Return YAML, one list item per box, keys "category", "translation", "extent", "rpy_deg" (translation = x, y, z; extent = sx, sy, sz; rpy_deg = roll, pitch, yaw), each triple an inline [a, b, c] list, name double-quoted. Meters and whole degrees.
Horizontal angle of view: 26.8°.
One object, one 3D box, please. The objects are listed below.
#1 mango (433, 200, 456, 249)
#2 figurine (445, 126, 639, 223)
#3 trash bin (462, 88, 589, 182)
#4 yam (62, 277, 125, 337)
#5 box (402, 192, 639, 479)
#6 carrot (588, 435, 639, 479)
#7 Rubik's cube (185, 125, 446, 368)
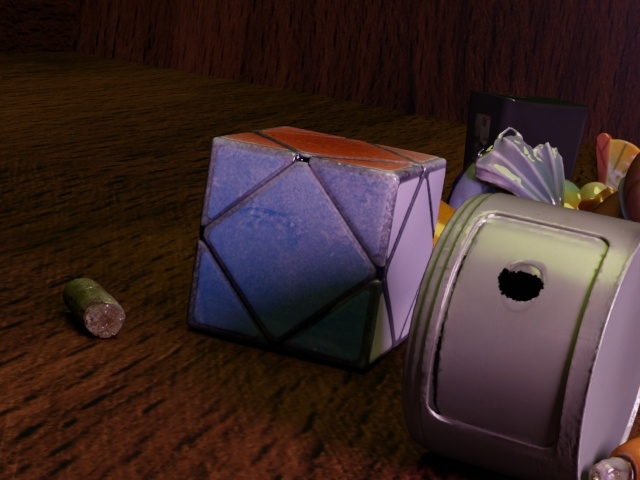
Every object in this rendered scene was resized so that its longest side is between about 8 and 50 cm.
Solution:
- category: "mango"
  translation: [0.074, -0.002, 1.606]
  extent: [0.290, 0.160, 0.191]
  rpy_deg: [19, 6, 27]
- category: "figurine"
  translation: [0.323, -0.006, 1.609]
  extent: [0.248, 0.277, 0.388]
  rpy_deg: [30, -2, -40]
- category: "trash bin"
  translation: [0.310, -0.114, 2.107]
  extent: [0.165, 0.225, 0.115]
  rpy_deg: [1, 14, -30]
- category: "yam"
  translation: [-0.226, 0.065, 1.336]
  extent: [0.043, 0.043, 0.094]
  rpy_deg: [3, 13, -25]
- category: "box"
  translation: [0.178, 0.083, 1.095]
  extent: [0.149, 0.226, 0.226]
  rpy_deg: [14, 13, 24]
- category: "carrot"
  translation: [0.341, 0.197, 1.103]
  extent: [0.336, 0.069, 0.069]
  rpy_deg: [8, 10, -34]
- category: "Rubik's cube"
  translation: [0.000, 0.000, 1.413]
  extent: [0.205, 0.205, 0.207]
  rpy_deg: [13, 11, 16]
